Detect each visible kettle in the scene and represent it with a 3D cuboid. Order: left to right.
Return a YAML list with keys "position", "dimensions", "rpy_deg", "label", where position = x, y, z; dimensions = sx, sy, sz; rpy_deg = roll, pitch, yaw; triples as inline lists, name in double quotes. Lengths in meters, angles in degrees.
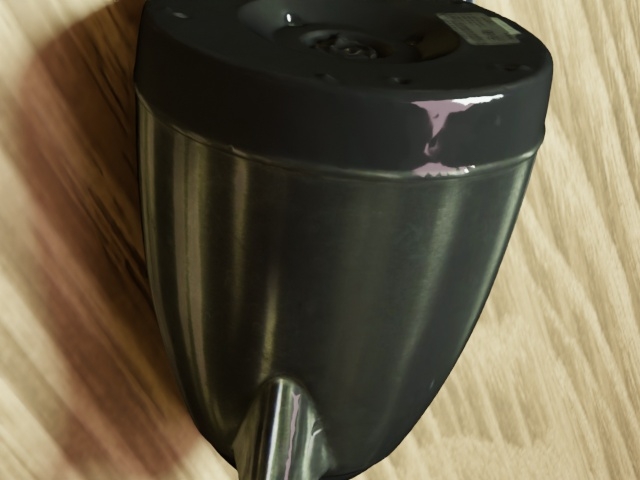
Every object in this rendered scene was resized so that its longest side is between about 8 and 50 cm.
- position: [-0.011, 0.004, 0.706]
  dimensions: [0.207, 0.251, 0.271]
  rpy_deg: [-5, 117, -26]
  label: "kettle"

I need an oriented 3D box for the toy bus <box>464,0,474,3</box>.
- position: [0.068, -0.168, 0.846]
  dimensions: [0.075, 0.060, 0.123]
  rpy_deg: [-47, 140, -45]
  label: "toy bus"
